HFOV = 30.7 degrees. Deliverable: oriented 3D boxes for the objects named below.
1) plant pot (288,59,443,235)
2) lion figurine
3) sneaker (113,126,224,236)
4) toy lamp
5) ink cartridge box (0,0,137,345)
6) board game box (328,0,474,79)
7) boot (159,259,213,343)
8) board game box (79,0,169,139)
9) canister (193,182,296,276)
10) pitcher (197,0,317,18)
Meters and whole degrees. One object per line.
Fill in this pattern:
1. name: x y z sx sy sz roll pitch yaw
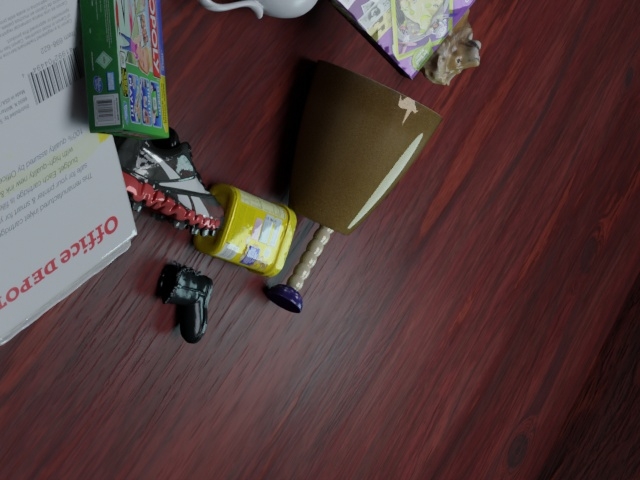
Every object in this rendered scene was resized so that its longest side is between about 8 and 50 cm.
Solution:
1. plant pot: 0.050 -0.147 2.013 0.237 0.237 0.254 18 99 -57
2. lion figurine: 0.180 -0.474 2.154 0.392 0.142 0.240 36 80 -40
3. sneaker: -0.220 -0.092 1.723 0.276 0.097 0.135 27 83 -55
4. toy lamp: 0.000 0.000 2.106 0.275 0.080 0.080 -61 145 -18
5. ink cartridge box: -0.401 -0.109 1.392 0.279 0.160 0.385 -41 134 -41
6. board game box: 0.183 -0.457 1.872 0.208 0.056 0.347 40 87 -29
7. boot: -0.218 0.098 1.854 0.099 0.045 0.121 26 74 -59
8. board game box: -0.246 -0.289 1.456 0.213 0.046 0.317 -18 104 -81
9. canister: -0.124 -0.017 1.920 0.170 0.073 0.126 22 84 -55
10. pitcher: -0.099 -0.399 1.758 0.207 0.125 0.178 29 78 -47
